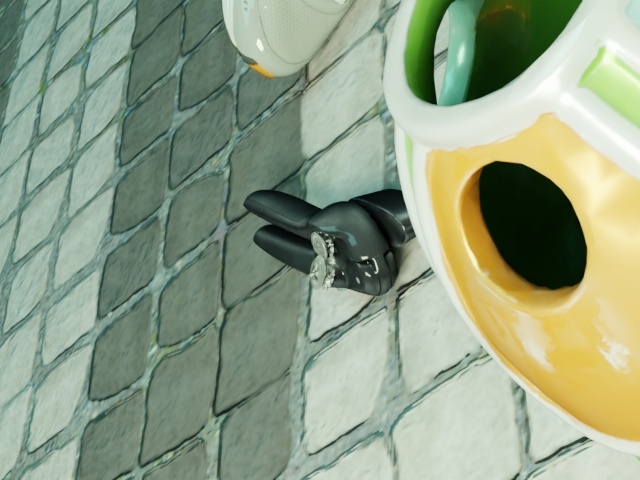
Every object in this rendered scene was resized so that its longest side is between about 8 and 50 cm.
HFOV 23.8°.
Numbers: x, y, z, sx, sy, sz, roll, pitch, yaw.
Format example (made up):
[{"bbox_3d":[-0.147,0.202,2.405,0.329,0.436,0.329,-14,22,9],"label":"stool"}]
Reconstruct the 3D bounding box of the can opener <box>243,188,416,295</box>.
[{"bbox_3d":[0.000,0.000,0.942,0.186,0.073,0.059,7,108,62],"label":"can opener"}]

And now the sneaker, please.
[{"bbox_3d":[0.026,-0.232,1.063,0.121,0.099,0.262,21,82,56],"label":"sneaker"}]

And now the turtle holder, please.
[{"bbox_3d":[0.164,-0.075,0.570,0.320,0.227,0.243,-59,29,1],"label":"turtle holder"}]
